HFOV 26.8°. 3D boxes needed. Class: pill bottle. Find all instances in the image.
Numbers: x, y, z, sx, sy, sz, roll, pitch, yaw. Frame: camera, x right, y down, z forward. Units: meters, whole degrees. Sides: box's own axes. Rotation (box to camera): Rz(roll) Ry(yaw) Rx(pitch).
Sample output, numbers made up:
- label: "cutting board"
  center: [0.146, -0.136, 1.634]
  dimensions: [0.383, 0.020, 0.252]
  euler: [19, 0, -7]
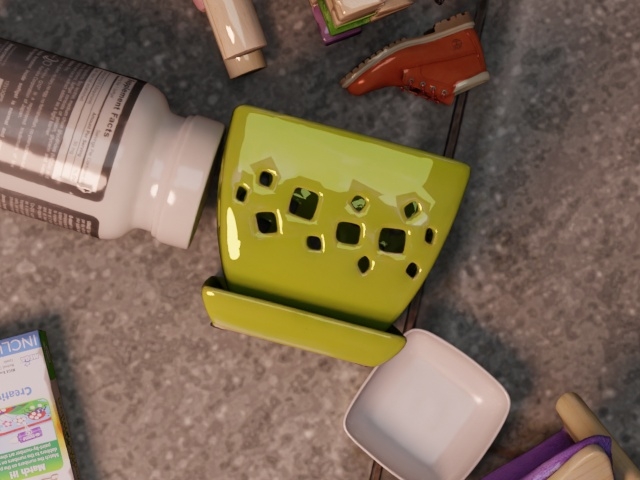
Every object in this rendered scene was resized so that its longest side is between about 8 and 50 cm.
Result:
- label: "pill bottle"
  center: [-0.244, -0.094, 1.321]
  dimensions: [0.278, 0.162, 0.162]
  euler: [17, 85, -3]

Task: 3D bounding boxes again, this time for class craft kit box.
- label: "craft kit box"
  center: [-0.368, 0.238, 1.341]
  dimensions: [0.250, 0.061, 0.247]
  euler: [-14, 84, -5]

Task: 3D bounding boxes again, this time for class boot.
- label: "boot"
  center: [0.101, -0.172, 1.403]
  dimensions: [0.158, 0.059, 0.085]
  euler: [-23, 92, -6]

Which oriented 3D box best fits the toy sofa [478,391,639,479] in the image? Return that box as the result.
- label: "toy sofa"
  center: [0.128, 0.290, 1.276]
  dimensions: [0.362, 0.150, 0.177]
  euler: [-31, 121, 0]

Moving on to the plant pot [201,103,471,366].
- label: "plant pot"
  center: [0.000, 0.000, 1.303]
  dimensions: [0.228, 0.227, 0.207]
  euler: [15, 91, -3]

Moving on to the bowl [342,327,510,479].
- label: "bowl"
  center: [0.108, 0.176, 1.377]
  dimensions: [0.142, 0.053, 0.142]
  euler: [37, 84, 0]

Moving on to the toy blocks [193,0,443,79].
- label: "toy blocks"
  center: [-0.001, -0.332, 1.290]
  dimensions: [0.309, 0.288, 0.260]
  euler: [-20, 93, -2]
